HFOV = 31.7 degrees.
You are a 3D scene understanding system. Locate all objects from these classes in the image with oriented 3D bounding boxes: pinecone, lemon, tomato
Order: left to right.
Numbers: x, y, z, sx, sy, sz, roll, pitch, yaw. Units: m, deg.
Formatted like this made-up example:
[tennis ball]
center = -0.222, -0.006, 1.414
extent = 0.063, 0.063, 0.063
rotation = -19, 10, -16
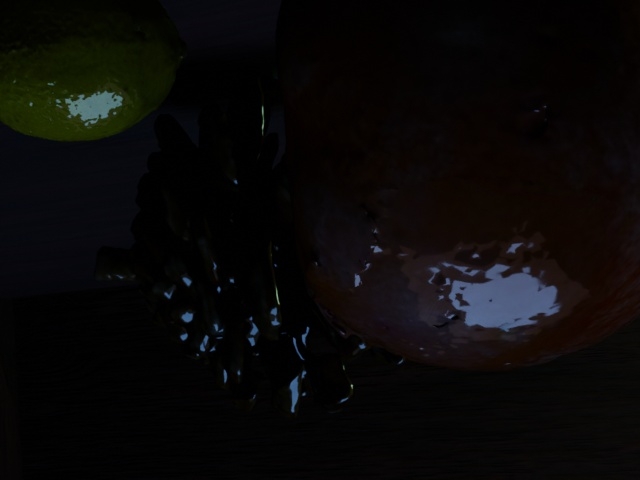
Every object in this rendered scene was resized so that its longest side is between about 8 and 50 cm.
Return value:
[lemon]
center = -0.121, -0.087, 0.535
extent = 0.111, 0.082, 0.082
rotation = -5, 175, 10
[pinecone]
center = 0.000, 0.000, 0.793
extent = 0.309, 0.243, 0.244
rotation = -11, 177, -18
[tomato]
center = 0.076, -0.047, 0.488
extent = 0.185, 0.208, 0.208
rotation = -6, 175, -3

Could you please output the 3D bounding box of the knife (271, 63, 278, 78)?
[knife]
center = 0.067, -0.115, 0.777
extent = 0.212, 0.015, 0.054
rotation = 0, 165, -38
